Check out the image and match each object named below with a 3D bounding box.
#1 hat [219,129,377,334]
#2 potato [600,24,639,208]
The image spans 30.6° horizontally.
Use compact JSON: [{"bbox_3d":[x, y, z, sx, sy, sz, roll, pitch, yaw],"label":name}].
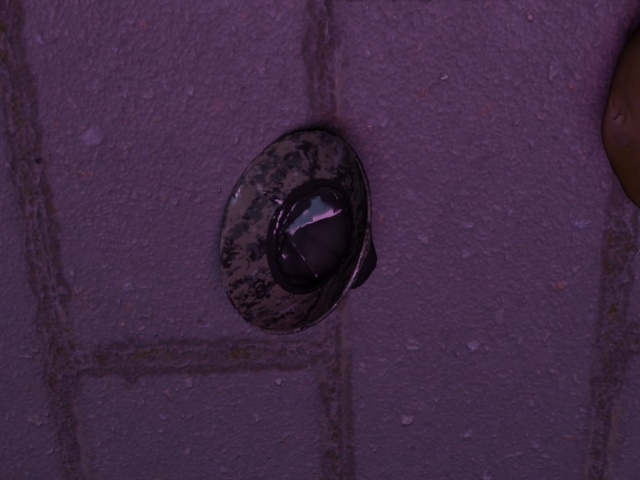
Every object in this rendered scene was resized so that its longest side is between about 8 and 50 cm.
[{"bbox_3d":[0.000,0.000,1.504,0.128,0.265,0.265,18,122,-47],"label":"hat"},{"bbox_3d":[0.469,-0.168,1.377,0.243,0.221,0.326,25,119,-15],"label":"potato"}]
